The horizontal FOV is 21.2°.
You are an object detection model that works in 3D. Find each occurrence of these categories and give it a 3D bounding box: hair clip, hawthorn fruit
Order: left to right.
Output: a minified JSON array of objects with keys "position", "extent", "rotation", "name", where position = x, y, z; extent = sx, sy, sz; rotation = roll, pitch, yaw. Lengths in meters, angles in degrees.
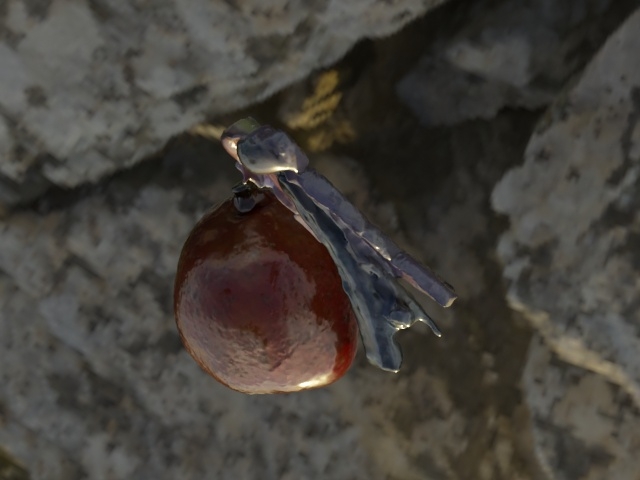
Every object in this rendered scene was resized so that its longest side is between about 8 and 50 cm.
[{"position":[-0.045,0.035,1.423],"extent":[0.169,0.169,0.188],"rotation":[2,132,25],"name":"hawthorn fruit"},{"position":[0.007,-0.005,1.026],"extent":[0.187,0.056,0.146],"rotation":[53,170,-17],"name":"hair clip"}]
